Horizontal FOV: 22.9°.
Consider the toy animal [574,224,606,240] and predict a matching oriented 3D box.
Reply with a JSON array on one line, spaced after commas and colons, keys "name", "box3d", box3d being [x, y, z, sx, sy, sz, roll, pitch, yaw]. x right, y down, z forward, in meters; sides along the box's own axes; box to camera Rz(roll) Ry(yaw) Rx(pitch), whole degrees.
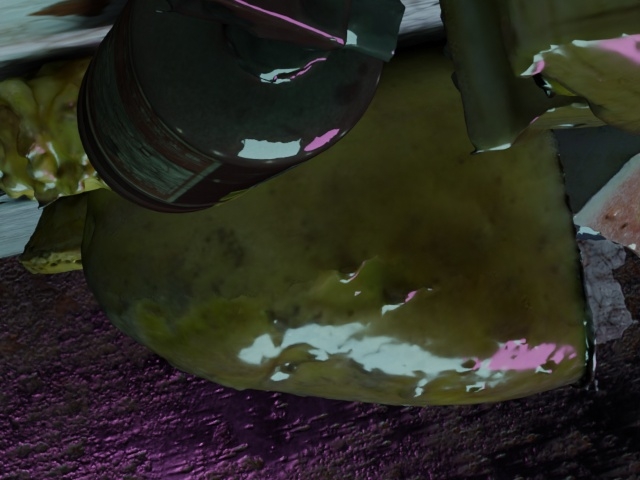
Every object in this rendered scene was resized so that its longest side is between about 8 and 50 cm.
[{"name": "toy animal", "box3d": [0.074, -0.058, 1.211, 0.367, 0.081, 0.206, 14, -172, -30]}]

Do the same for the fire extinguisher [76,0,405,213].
[{"name": "fire extinguisher", "box3d": [-0.040, -0.050, 0.465, 0.106, 0.075, 0.252, -13, 180, -14]}]

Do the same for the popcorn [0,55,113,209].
[{"name": "popcorn", "box3d": [-0.107, -0.044, 0.644, 0.083, 0.057, 0.082, -17, -173, -16]}]

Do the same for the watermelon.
[{"name": "watermelon", "box3d": [0.230, -0.070, 1.095, 0.256, 0.176, 0.260, -9, 163, 21]}]

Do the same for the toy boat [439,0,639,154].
[{"name": "toy boat", "box3d": [0.097, -0.075, 0.520, 0.121, 0.089, 0.321, -11, -178, 17]}]

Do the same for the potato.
[{"name": "potato", "box3d": [0.000, 0.000, 0.885, 0.266, 0.229, 0.229, -9, 179, -8]}]

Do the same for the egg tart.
[{"name": "egg tart", "box3d": [-0.179, -0.016, 1.371, 0.191, 0.074, 0.191, -13, -179, 0]}]
